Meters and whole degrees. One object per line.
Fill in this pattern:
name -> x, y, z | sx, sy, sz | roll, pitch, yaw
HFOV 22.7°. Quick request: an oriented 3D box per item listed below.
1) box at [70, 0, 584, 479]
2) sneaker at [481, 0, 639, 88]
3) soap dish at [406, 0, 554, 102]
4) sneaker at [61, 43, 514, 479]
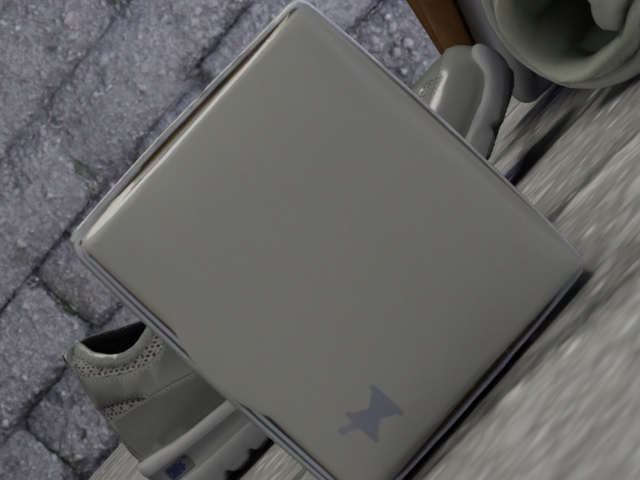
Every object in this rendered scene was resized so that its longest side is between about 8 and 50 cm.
box -> 0.000, 0.000, 0.546 | 0.094, 0.113, 0.275 | -47, 3, 0
sneaker -> 0.148, -0.156, 0.569 | 0.169, 0.108, 0.292 | -51, -7, -23
soap dish -> 0.115, -0.209, 0.812 | 0.229, 0.118, 0.291 | -48, -18, 0
sneaker -> -0.020, 0.006, 0.766 | 0.281, 0.115, 0.105 | -48, 2, 16
